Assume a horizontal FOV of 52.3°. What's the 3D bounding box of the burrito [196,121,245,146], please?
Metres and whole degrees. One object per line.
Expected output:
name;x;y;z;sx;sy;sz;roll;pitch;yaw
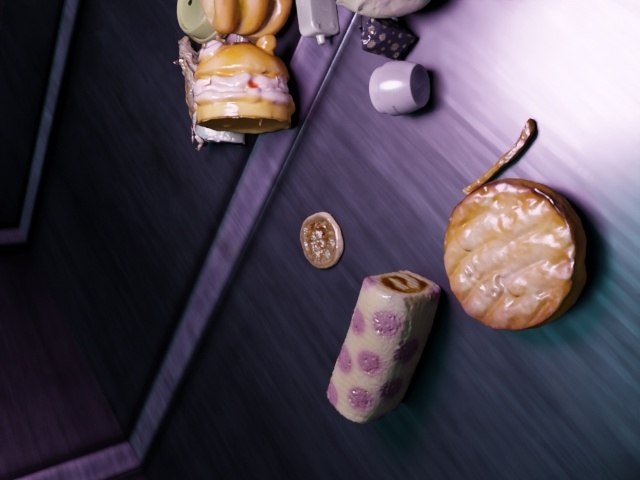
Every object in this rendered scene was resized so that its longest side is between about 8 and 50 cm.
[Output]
burrito;-0.273;-0.390;1.873;0.089;0.143;0.229;-87;5;-81

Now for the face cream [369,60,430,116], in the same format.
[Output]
face cream;0.170;-0.328;1.404;0.104;0.117;0.117;1;97;38

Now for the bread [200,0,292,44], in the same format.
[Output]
bread;-0.189;-0.672;1.633;0.211;0.270;0.316;-5;86;32

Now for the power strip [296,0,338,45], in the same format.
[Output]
power strip;-0.022;-0.664;1.571;0.062;0.091;0.386;-4;94;48

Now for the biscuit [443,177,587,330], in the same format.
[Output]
biscuit;0.373;0.026;1.260;0.296;0.101;0.297;4;96;46

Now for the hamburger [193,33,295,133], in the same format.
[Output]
hamburger;-0.197;-0.401;1.678;0.276;0.276;0.237;2;92;46

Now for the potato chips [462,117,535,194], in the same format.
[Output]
potato chips;0.358;-0.158;1.300;0.204;0.026;0.037;-52;57;38

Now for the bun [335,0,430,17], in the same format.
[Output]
bun;0.117;-0.588;1.288;0.283;0.179;0.284;3;102;14

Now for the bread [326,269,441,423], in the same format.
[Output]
bread;0.146;0.239;1.473;0.155;0.187;0.339;34;119;40

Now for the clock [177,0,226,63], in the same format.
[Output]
clock;-0.317;-0.667;1.843;0.235;0.096;0.308;-9;80;45

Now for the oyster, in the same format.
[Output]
oyster;-0.368;-0.448;1.970;0.201;0.106;0.355;-176;73;-81

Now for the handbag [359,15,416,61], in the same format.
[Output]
handbag;0.131;-0.470;1.444;0.072;0.115;0.139;-57;40;35

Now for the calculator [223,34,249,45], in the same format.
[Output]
calculator;-0.260;-0.570;1.877;0.175;0.032;0.100;26;113;41

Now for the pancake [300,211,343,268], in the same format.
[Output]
pancake;0.001;0.000;1.700;0.151;0.025;0.152;11;106;44
